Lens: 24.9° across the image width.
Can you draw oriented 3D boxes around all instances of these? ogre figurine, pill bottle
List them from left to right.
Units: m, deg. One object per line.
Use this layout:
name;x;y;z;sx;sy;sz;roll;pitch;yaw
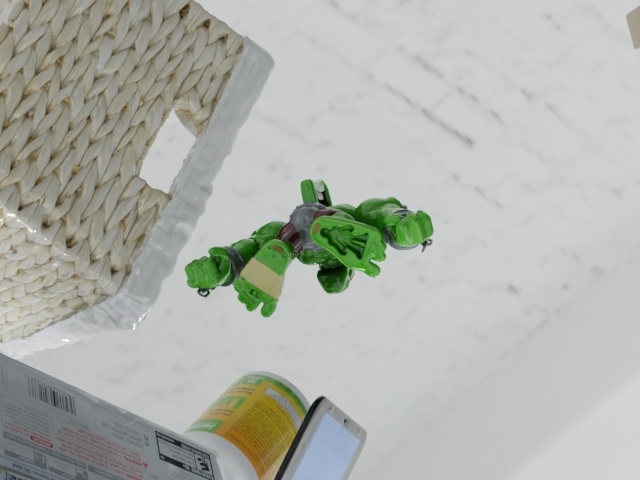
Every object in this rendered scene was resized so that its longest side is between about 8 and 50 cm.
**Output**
pill bottle;-0.119;0.286;1.894;0.136;0.136;0.245;47;-142;0
ogre figurine;0.000;0.000;1.188;0.097;0.197;0.118;56;-162;-4

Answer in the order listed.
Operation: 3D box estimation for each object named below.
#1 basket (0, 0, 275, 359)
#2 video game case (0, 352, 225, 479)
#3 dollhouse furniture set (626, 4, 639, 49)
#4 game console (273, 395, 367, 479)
basket;-0.275;-0.095;1.468;0.266;0.331;0.328;37;-119;-23
video game case;-0.169;0.235;1.122;0.269;0.061;0.244;32;-150;-40
dollhouse furniture set;0.460;-0.340;1.579;0.262;0.135;0.259;-6;-103;-21
game console;0.012;0.171;0.917;0.107;0.071;0.122;59;-176;25
